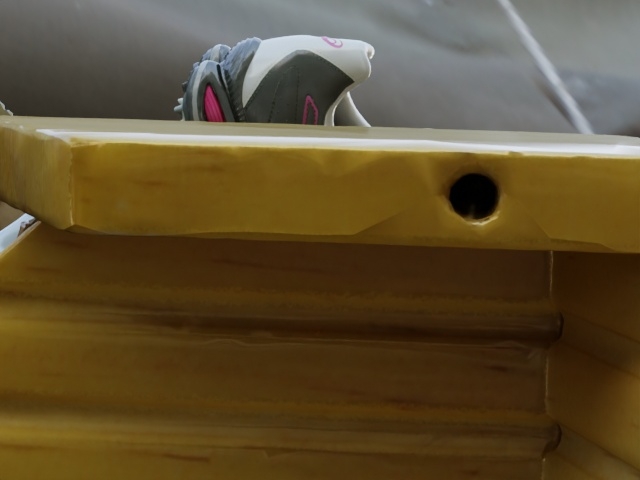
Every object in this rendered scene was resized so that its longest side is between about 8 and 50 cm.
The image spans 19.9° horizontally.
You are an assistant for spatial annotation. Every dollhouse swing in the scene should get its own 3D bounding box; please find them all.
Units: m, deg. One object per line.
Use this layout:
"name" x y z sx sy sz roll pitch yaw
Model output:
"dollhouse swing" 0.015 0.151 0.491 0.315 0.305 0.347 2 -83 1

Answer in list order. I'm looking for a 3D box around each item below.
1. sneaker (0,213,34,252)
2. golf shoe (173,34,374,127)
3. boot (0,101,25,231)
"sneaker" -0.147 0.054 0.743 0.258 0.094 0.091 -27 -22 -39
"golf shoe" 0.000 0.000 1.146 0.120 0.105 0.273 -10 -60 11
"boot" -0.229 0.071 1.118 0.236 0.089 0.269 40 -104 2
